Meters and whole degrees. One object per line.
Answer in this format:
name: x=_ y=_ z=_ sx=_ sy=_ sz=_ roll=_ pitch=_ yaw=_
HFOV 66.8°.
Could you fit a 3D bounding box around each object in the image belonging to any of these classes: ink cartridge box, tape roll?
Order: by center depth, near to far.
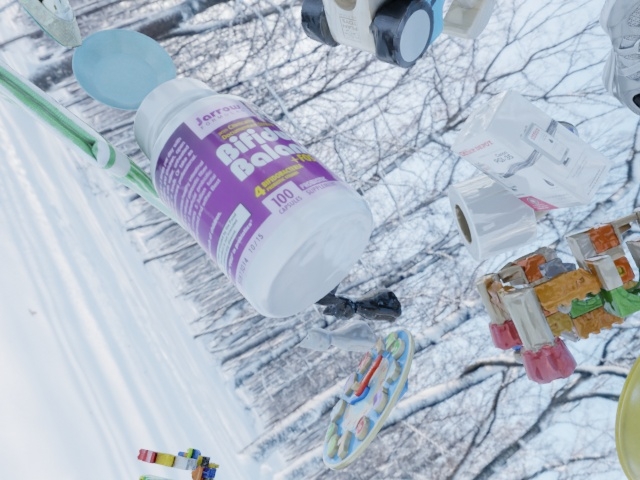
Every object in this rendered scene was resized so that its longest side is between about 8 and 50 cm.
ink cartridge box: x=0.471 y=-0.196 z=1.117 sx=0.282 sy=0.117 sz=0.207 roll=33 pitch=-4 yaw=-5
tape roll: x=0.502 y=-0.077 z=1.439 sx=0.246 sy=0.169 sz=0.246 roll=-20 pitch=90 yaw=-85

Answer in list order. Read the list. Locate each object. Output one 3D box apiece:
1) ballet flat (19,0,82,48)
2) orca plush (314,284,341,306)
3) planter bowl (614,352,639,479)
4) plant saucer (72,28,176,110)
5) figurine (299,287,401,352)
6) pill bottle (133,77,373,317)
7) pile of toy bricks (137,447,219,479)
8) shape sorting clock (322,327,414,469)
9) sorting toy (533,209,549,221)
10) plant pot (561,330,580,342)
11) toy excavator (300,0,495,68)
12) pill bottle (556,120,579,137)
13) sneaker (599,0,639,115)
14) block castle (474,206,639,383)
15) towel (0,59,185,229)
ballet flat: x=-0.352 y=-0.315 z=0.598 sx=0.168 sy=0.052 sz=0.057 roll=50 pitch=29 yaw=-43
orca plush: x=0.000 y=0.000 z=1.096 sx=0.151 sy=0.288 sz=0.102 roll=-2 pitch=-30 yaw=42
planter bowl: x=0.399 y=0.175 z=0.454 sx=0.217 sy=0.217 sz=0.090 roll=64 pitch=-9 yaw=-14
plant saucer: x=-0.395 y=-0.338 z=0.985 sx=0.195 sy=0.194 sz=0.037 roll=58 pitch=-29 yaw=7
figurine: x=0.069 y=0.212 z=1.252 sx=0.215 sy=0.209 sz=0.092 roll=-56 pitch=-135 yaw=31
pill bottle: x=-0.094 y=-0.067 z=0.581 sx=0.301 sy=0.169 sz=0.169 roll=44 pitch=-21 yaw=25
pile of toy bricks: x=-0.240 y=0.385 z=0.762 sx=0.212 sy=0.104 sz=0.118 roll=82 pitch=18 yaw=-63
shape sorting clock: x=0.061 y=0.207 z=0.654 sx=0.040 sy=0.206 sz=0.206 roll=34 pitch=-18 yaw=1
sorting toy: x=0.670 y=-0.131 z=1.677 sx=0.196 sy=0.347 sz=0.047 roll=51 pitch=6 yaw=2
plant pot: x=0.681 y=0.198 z=1.391 sx=0.165 sy=0.167 sz=0.167 roll=28 pitch=-33 yaw=39
toy excavator: x=0.186 y=-0.489 z=0.889 sx=0.222 sy=0.445 sz=0.433 roll=32 pitch=-21 yaw=33
pill bottle: x=0.652 y=-0.214 z=1.324 sx=0.123 sy=0.122 sz=0.219 roll=79 pitch=19 yaw=-50
sneaker: x=0.481 y=-0.280 z=0.696 sx=0.281 sy=0.105 sz=0.115 roll=32 pitch=35 yaw=-55
block castle: x=0.557 y=0.104 z=0.939 sx=0.303 sy=0.452 sz=0.213 roll=-38 pitch=103 yaw=-86
towel: x=-0.303 y=-0.109 z=0.709 sx=0.247 sy=0.038 sz=0.325 roll=34 pitch=-10 yaw=16
